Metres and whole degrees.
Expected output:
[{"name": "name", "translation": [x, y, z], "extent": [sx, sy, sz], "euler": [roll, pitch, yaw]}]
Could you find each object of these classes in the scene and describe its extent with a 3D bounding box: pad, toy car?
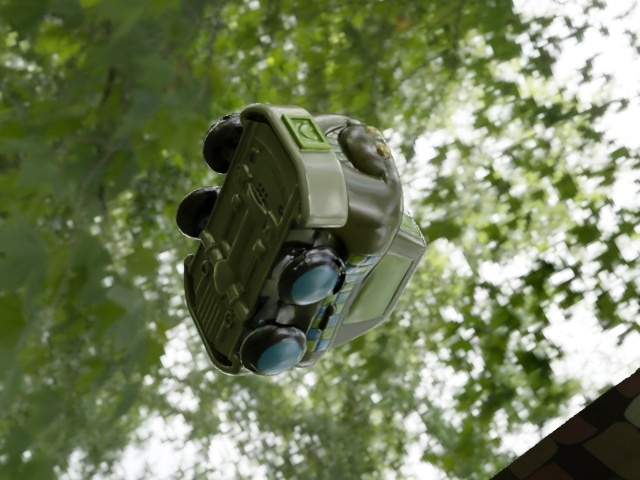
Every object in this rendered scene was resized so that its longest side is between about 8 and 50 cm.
[{"name": "pad", "translation": [0.247, 0.229, 1.049], "extent": [0.158, 0.003, 0.235], "euler": [46, -58, 2]}, {"name": "toy car", "translation": [0.000, 0.000, 1.088], "extent": [0.204, 0.198, 0.248], "euler": [60, -41, 39]}]
